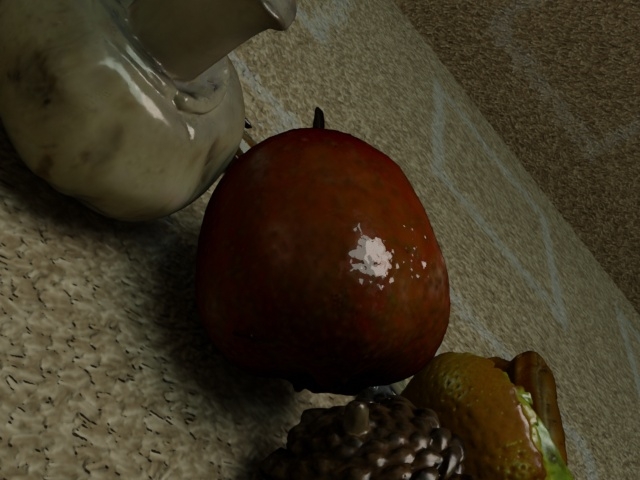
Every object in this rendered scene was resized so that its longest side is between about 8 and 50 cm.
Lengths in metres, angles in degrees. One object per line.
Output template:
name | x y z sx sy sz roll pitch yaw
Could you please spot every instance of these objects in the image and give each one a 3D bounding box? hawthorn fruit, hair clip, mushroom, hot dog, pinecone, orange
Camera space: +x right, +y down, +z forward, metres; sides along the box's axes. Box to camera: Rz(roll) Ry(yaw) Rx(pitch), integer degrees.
hawthorn fruit | 0.000 0.000 0.981 0.284 0.284 0.369 30 47 -44
hair clip | 0.075 0.170 1.222 0.146 0.056 0.187 45 24 -38
mushroom | -0.167 -0.194 0.895 0.314 0.336 0.314 37 40 -39
hot dog | 0.314 0.305 1.383 0.349 0.158 0.117 -68 139 -65
pinecone | 0.057 0.283 0.854 0.243 0.243 0.257 -13 76 -64
orange | 0.188 0.300 1.063 0.262 0.196 0.334 60 -5 40

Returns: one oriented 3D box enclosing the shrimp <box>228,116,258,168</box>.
shrimp | -0.118 -0.154 1.266 0.296 0.058 0.169 50 23 -5
